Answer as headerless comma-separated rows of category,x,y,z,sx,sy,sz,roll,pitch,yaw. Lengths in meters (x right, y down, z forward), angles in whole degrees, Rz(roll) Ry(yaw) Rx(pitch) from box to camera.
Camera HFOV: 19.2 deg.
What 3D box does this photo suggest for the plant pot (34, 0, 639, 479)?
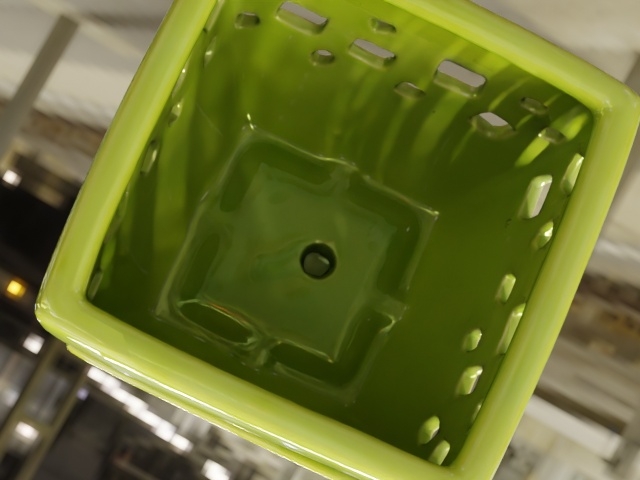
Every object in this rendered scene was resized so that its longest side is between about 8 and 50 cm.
plant pot,0.000,0.000,0.962,0.228,0.227,0.207,25,166,-3
